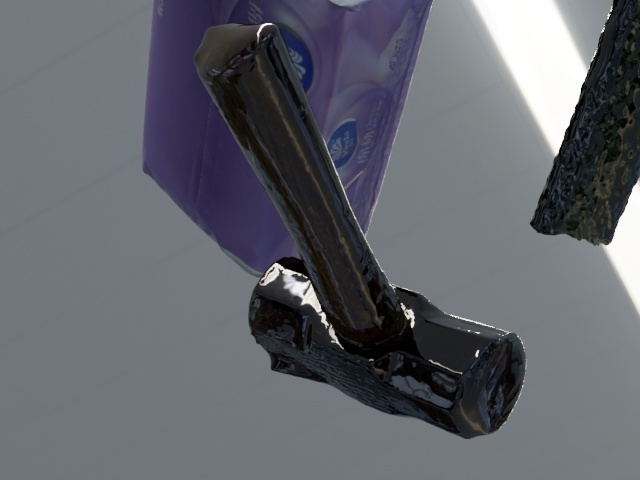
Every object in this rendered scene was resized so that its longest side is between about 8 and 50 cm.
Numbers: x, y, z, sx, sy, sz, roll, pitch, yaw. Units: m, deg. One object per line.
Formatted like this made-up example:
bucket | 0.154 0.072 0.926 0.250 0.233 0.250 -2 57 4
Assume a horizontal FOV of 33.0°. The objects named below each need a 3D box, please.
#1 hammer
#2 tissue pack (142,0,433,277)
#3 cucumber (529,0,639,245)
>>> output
hammer | 0.000 0.000 0.806 0.242 0.095 0.409 18 -28 34
tissue pack | -0.049 -0.153 1.060 0.160 0.242 0.338 -29 -34 -39
cucumber | 0.180 -0.093 0.628 0.052 0.058 0.215 25 -63 18
